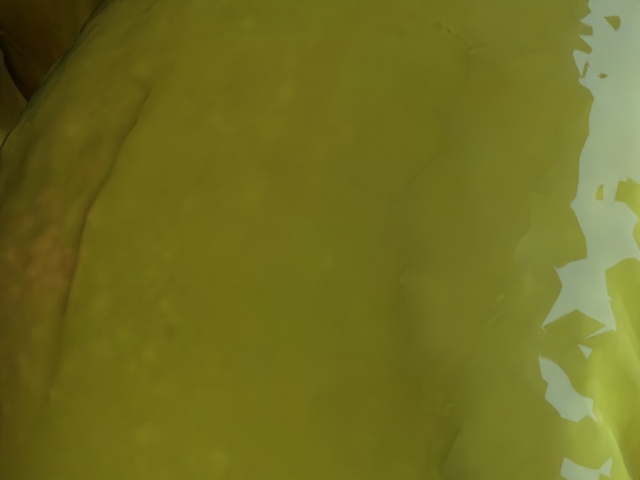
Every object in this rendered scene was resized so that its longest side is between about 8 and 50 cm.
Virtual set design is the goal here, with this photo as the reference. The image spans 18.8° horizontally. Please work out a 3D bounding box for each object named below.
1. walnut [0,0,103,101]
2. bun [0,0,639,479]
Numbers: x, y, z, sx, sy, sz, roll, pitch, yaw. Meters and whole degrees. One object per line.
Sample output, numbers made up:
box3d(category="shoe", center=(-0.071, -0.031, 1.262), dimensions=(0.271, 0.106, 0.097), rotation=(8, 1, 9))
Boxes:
box3d(category="walnut", center=(0.007, -0.119, 0.690), dimensions=(0.313, 0.277, 0.252), rotation=(56, 26, -46))
box3d(category="bun", center=(0.027, 0.071, 0.497), dimensions=(0.361, 0.213, 0.361), rotation=(0, 90, -66))
